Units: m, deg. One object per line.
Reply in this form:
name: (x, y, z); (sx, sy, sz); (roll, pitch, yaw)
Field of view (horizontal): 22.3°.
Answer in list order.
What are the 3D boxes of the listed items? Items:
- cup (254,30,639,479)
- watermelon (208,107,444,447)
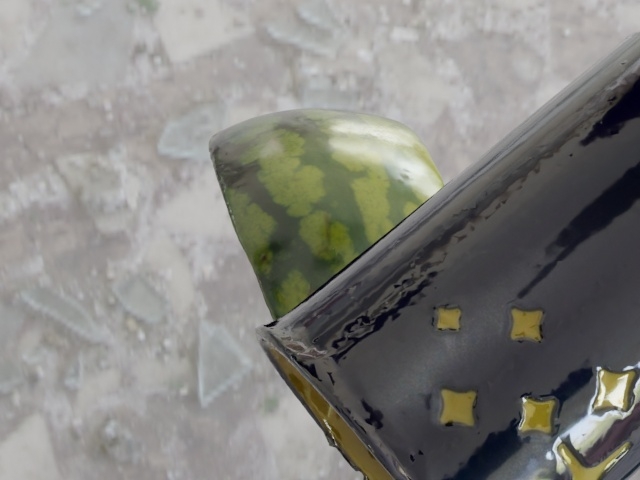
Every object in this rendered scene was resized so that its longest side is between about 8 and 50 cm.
cup: (0.134, 0.056, 0.825); (0.256, 0.255, 0.178); (-39, 49, -9)
watermelon: (-0.018, -0.016, 1.078); (0.128, 0.159, 0.303); (22, 22, -24)
